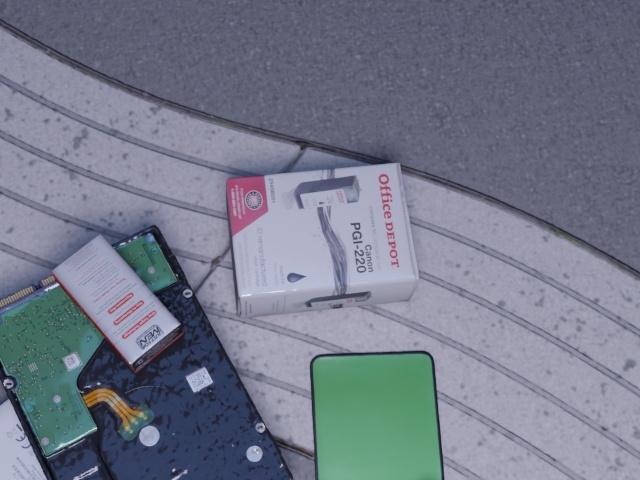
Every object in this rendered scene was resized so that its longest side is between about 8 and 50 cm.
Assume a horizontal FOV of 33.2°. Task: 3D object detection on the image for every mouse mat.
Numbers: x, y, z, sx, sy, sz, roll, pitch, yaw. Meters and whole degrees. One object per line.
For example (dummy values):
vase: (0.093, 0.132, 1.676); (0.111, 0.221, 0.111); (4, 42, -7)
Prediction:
mouse mat: (0.067, 0.224, 1.269); (0.153, 0.007, 0.189); (-1, 71, -4)

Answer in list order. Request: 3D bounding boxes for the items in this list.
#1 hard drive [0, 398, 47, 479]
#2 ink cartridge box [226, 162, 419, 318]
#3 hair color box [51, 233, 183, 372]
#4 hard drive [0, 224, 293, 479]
hard drive: (-0.256, 0.228, 1.231); (0.307, 0.040, 0.203); (-39, 76, -16)
ink cartridge box: (0.000, 0.000, 1.305); (0.218, 0.092, 0.158); (-5, 70, -7)
hair color box: (-0.223, 0.069, 1.181); (0.072, 0.043, 0.141); (-39, 75, -15)
hard drive: (-0.211, 0.178, 1.197); (0.237, 0.064, 0.339); (-28, 74, -12)
